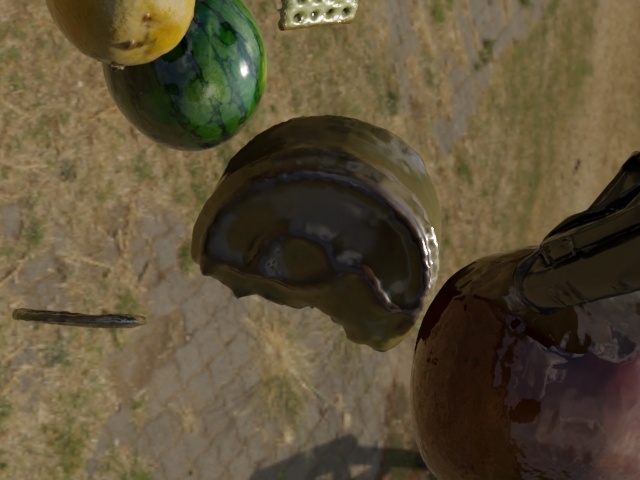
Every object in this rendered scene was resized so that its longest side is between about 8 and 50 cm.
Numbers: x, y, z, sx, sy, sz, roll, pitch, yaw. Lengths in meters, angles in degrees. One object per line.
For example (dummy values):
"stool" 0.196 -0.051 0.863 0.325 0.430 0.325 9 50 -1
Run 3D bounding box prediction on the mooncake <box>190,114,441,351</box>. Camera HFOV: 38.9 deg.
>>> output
"mooncake" 0.000 0.000 1.494 0.246 0.394 0.393 -80 158 -56

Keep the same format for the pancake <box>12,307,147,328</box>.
"pancake" -0.347 0.112 1.302 0.199 0.199 0.021 11 82 -57

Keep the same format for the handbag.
"handbag" 0.332 -0.039 0.892 0.275 0.244 0.088 -41 95 -28

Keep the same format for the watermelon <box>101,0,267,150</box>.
"watermelon" -0.269 -0.356 1.810 0.363 0.363 0.363 14 74 -57

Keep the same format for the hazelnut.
"hazelnut" 0.292 0.183 1.182 0.366 0.366 0.365 14 74 -57

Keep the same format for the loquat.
"loquat" -0.301 -0.389 1.371 0.244 0.244 0.243 14 74 -57

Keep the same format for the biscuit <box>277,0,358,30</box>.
"biscuit" 0.018 -0.354 1.040 0.139 0.016 0.231 -19 135 -43
